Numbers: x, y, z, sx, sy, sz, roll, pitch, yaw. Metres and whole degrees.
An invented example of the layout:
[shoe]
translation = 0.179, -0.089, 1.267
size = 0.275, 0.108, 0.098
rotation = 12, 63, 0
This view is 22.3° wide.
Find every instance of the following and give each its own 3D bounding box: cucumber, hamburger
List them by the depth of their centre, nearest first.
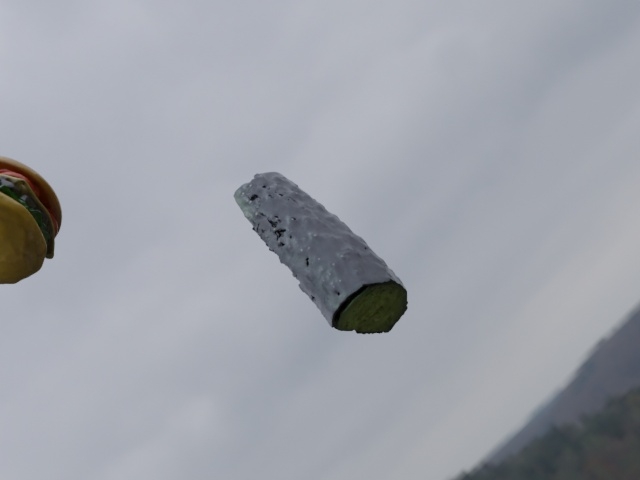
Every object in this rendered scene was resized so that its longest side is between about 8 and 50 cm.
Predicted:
[cucumber]
translation = 0.000, -0.002, 1.458
size = 0.078, 0.211, 0.062
rotation = 9, -60, -38
[hamburger]
translation = -0.384, -0.025, 1.925
size = 0.162, 0.162, 0.115
rotation = -56, 7, 48
